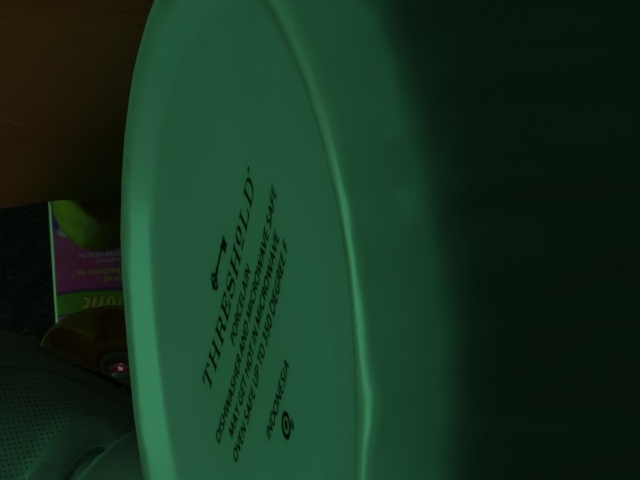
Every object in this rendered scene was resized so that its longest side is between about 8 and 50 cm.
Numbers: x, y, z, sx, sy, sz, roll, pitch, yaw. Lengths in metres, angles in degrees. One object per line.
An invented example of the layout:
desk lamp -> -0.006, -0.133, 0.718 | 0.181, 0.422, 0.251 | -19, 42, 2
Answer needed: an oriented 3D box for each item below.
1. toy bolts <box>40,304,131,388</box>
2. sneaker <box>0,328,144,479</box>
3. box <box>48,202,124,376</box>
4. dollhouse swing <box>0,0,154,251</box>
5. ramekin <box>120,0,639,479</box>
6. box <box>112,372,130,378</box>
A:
toy bolts -> -0.041, 0.048, 0.944 | 0.228, 0.218, 0.158 | 52, 143, 42
sneaker -> -0.059, 0.152, 0.796 | 0.137, 0.366, 0.210 | -49, -2, -26
box -> -0.177, 0.052, 1.711 | 0.117, 0.214, 0.242 | -125, 33, -75
dollhouse swing -> -0.114, -0.188, 0.655 | 0.347, 0.305, 0.315 | 123, 145, -52
ramekin -> 0.029, 0.021, 0.454 | 0.273, 0.127, 0.272 | 176, 90, -69
box -> -0.117, 0.221, 1.541 | 0.290, 0.169, 0.087 | 95, 168, -47
